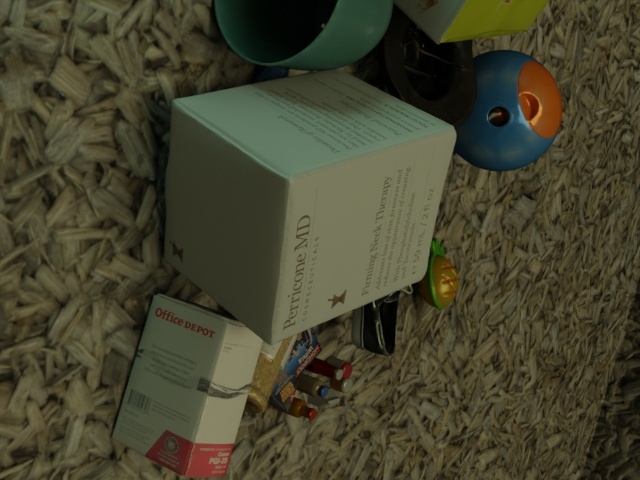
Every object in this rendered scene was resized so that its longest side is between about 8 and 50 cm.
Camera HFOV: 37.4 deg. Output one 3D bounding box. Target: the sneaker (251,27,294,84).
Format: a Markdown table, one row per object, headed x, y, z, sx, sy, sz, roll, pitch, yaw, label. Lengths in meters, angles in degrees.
| x | y | z | sx | sy | sz | roll | pitch | yaw | label |
| --- | --- | --- | --- | --- | --- | --- | --- | --- | --- |
| -0.082 | -0.315 | 1.822 | 0.069 | 0.082 | 0.209 | 38 | 71 | -46 | sneaker |

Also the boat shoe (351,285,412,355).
| x | y | z | sx | sy | sz | roll | pitch | yaw | label |
| --- | --- | --- | --- | --- | --- | --- | --- | --- | --- |
| 0.133 | 0.102 | 2.043 | 0.113 | 0.105 | 0.306 | -6 | 106 | -48 | boat shoe |

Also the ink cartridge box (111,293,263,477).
| x | y | z | sx | sy | sz | roll | pitch | yaw | label |
| --- | --- | --- | --- | --- | --- | --- | --- | --- | --- |
| -0.238 | 0.260 | 1.719 | 0.117 | 0.207 | 0.283 | 18 | 88 | -51 | ink cartridge box |

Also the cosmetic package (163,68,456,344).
| x | y | z | sx | sy | sz | roll | pitch | yaw | label |
| --- | --- | --- | --- | --- | --- | --- | --- | --- | --- |
| -0.028 | -0.080 | 1.695 | 0.394 | 0.327 | 0.329 | -20 | 131 | -38 | cosmetic package |

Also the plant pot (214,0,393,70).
| x | y | z | sx | sy | sz | roll | pitch | yaw | label |
| --- | --- | --- | --- | --- | --- | --- | --- | --- | --- |
| -0.006 | -0.442 | 1.714 | 0.235 | 0.293 | 0.293 | 3 | 99 | -53 | plant pot |

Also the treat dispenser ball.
| x | y | z | sx | sy | sz | roll | pitch | yaw | label |
| --- | --- | --- | --- | --- | --- | --- | --- | --- | --- |
| 0.429 | -0.308 | 2.256 | 0.288 | 0.288 | 0.288 | -18 | 115 | -45 | treat dispenser ball |

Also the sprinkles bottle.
| x | y | z | sx | sy | sz | roll | pitch | yaw | label |
| --- | --- | --- | --- | --- | --- | --- | --- | --- | --- |
| -0.096 | 0.161 | 1.875 | 0.121 | 0.121 | 0.355 | 55 | 50 | -43 | sprinkles bottle |

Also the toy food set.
| x | y | z | sx | sy | sz | roll | pitch | yaw | label |
| --- | --- | --- | --- | --- | --- | --- | --- | --- | --- |
| 0.014 | 0.327 | 2.113 | 0.232 | 0.104 | 0.111 | -3 | 104 | -49 | toy food set |

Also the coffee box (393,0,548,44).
| x | y | z | sx | sy | sz | roll | pitch | yaw | label |
| --- | --- | --- | --- | --- | --- | --- | --- | --- | --- |
| 0.307 | -0.633 | 1.883 | 0.338 | 0.334 | 0.337 | -18 | 150 | -45 | coffee box |

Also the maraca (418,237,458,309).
| x | y | z | sx | sy | sz | roll | pitch | yaw | label |
| --- | --- | --- | --- | --- | --- | --- | --- | --- | --- |
| 0.296 | 0.084 | 2.378 | 0.127 | 0.099 | 0.185 | 51 | 38 | -53 | maraca |

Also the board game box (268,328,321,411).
| x | y | z | sx | sy | sz | roll | pitch | yaw | label |
| --- | --- | --- | --- | --- | --- | --- | --- | --- | --- |
| -0.088 | 0.257 | 2.008 | 0.194 | 0.060 | 0.194 | -45 | 133 | -31 | board game box |

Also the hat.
| x | y | z | sx | sy | sz | roll | pitch | yaw | label |
| --- | --- | --- | --- | --- | --- | --- | --- | --- | --- |
| 0.206 | -0.394 | 2.084 | 0.331 | 0.134 | 0.331 | 5 | 83 | -44 | hat |
